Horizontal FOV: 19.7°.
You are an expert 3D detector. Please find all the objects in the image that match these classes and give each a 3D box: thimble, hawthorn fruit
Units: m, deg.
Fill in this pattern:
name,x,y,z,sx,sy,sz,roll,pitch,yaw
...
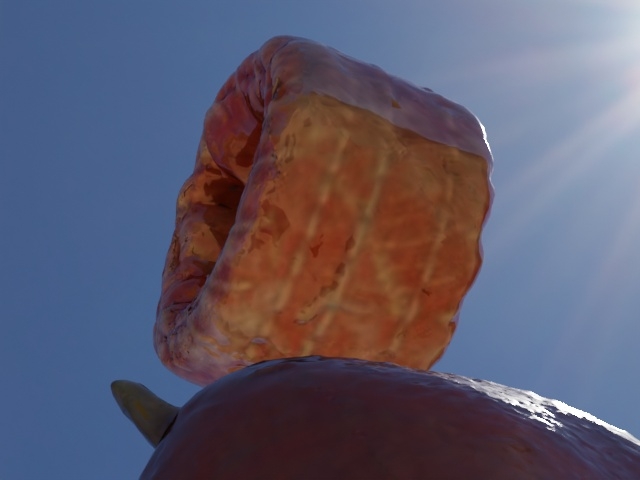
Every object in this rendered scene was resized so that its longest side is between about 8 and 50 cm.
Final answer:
name,x,y,z,sx,sy,sz,roll,pitch,yaw
thimble,0.000,0.000,1.167,0.162,0.239,0.239,18,-81,-15
hawthorn fruit,0.022,0.115,0.563,0.199,0.251,0.199,-36,-29,-24
